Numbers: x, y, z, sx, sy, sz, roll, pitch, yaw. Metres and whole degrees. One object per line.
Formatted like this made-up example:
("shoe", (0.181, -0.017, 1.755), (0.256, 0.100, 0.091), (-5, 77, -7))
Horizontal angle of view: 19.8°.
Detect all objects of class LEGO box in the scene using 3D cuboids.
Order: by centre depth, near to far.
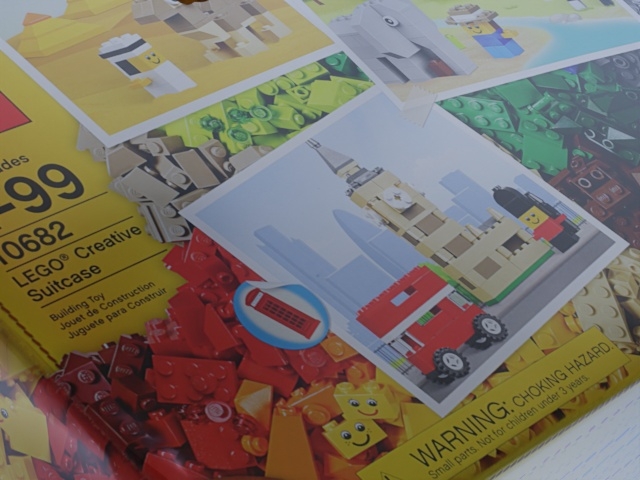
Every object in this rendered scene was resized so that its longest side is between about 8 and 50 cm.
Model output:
("LEGO box", (0.000, 0.000, 0.919), (0.372, 0.193, 0.500), (42, -137, 22))

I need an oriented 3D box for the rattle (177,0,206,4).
("rattle", (0.043, -0.167, 0.729), (0.200, 0.142, 0.130), (6, -48, -7))
